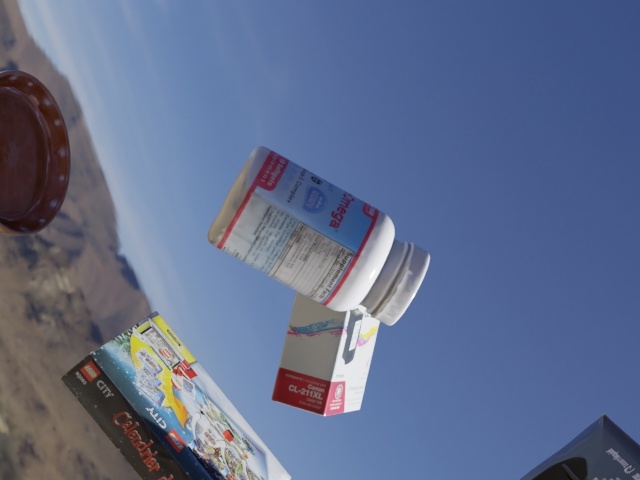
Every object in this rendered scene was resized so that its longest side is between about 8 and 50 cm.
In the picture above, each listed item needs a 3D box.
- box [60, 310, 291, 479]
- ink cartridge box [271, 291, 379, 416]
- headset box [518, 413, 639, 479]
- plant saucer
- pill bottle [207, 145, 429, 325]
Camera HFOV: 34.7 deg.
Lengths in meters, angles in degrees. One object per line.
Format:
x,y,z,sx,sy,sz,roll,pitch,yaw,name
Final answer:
-0.137,0.191,1.027,0.233,0.044,0.159,51,18,1,box
0.015,0.113,1.228,0.127,0.072,0.175,13,90,-67,ink cartridge box
0.230,0.249,0.590,0.293,0.110,0.218,50,1,-13,headset box
-0.156,-0.044,0.520,0.083,0.013,0.083,0,90,-69,plant saucer
0.000,0.000,0.797,0.160,0.087,0.087,28,-16,-5,pill bottle
